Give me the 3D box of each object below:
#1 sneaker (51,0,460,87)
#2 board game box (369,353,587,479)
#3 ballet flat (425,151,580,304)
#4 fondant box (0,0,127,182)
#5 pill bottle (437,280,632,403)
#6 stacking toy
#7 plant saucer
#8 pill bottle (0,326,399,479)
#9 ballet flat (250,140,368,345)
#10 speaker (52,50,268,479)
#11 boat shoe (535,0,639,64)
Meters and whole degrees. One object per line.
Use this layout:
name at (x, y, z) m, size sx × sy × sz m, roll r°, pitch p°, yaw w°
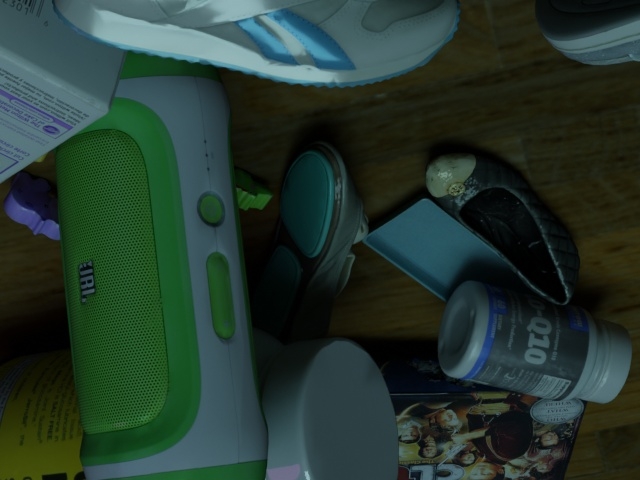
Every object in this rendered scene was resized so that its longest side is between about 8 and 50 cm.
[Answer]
sneaker at (-0.027, -0.147, 0.923) m, size 0.229 × 0.087 × 0.092 m, roll 5°, pitch 127°, yaw -16°
board game box at (0.094, 0.157, 1.425) m, size 0.243 × 0.042 × 0.165 m, roll 0°, pitch 143°, yaw -2°
ballet flat at (0.142, -0.012, 1.259) m, size 0.057 × 0.049 × 0.173 m, roll -34°, pitch 128°, yaw 27°
fondant box at (-0.300, -0.113, 1.032) m, size 0.238 × 0.096 × 0.330 m, roll 29°, pitch 146°, yaw -29°
pill bottle at (0.168, 0.083, 1.313) m, size 0.137 × 0.078 × 0.078 m, roll 13°, pitch 134°, yaw -17°
stacking toy at (-0.170, -0.010, 1.245) m, size 0.221 × 0.052 × 0.167 m, roll 19°, pitch 132°, yaw -22°
plant saucer at (0.119, 0.025, 1.321) m, size 0.067 × 0.018 × 0.192 m, roll -34°, pitch 129°, yaw 28°
pill bottle at (-0.118, 0.164, 1.278) m, size 0.334 × 0.188 × 0.188 m, roll -11°, pitch 137°, yaw 30°
ballet flat at (0.000, 0.000, 1.266) m, size 0.068 × 0.072 × 0.213 m, roll -13°, pitch 144°, yaw -30°
speaker at (-0.108, 0.027, 1.108) m, size 0.131 × 0.296 × 0.131 m, roll -7°, pitch 173°, yaw -1°
boat shoe at (0.297, -0.170, 1.061) m, size 0.320 × 0.118 × 0.103 m, roll -19°, pitch 130°, yaw 7°
